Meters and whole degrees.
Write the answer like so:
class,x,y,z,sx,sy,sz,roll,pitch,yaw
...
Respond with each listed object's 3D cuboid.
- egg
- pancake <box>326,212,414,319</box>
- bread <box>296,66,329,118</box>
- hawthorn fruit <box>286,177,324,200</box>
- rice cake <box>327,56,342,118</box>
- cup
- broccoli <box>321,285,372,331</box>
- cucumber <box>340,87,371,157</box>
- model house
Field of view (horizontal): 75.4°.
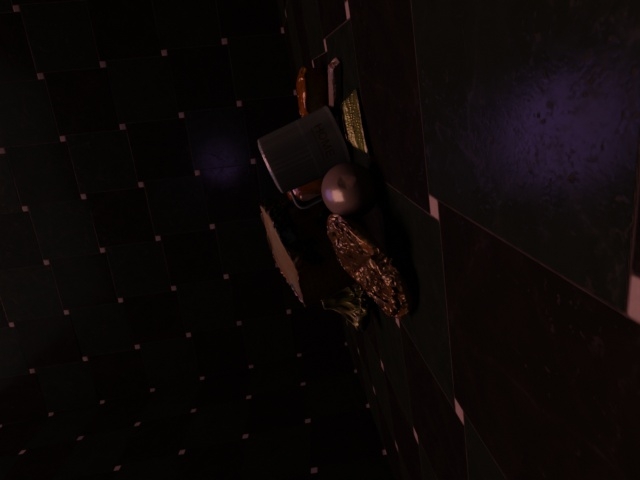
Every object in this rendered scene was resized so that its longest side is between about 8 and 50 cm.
class,x,y,z,sx,sy,sz,roll,pitch,yaw
egg,0.093,-0.155,1.296,0.232,0.176,0.176,-113,11,-70
pancake,0.140,0.074,1.232,0.382,0.071,0.382,51,169,14
bread,-0.035,-0.656,1.876,0.268,0.146,0.268,171,90,-85
hawthorn fruit,-0.051,-0.275,2.168,0.268,0.301,0.267,5,-90,-76
rice cake,0.054,-0.560,1.541,0.055,0.049,0.270,55,168,23
cup,-0.058,-0.336,1.695,0.256,0.311,0.331,-113,-1,-46
broccoli,0.115,0.280,1.919,0.288,0.246,0.247,-109,14,-69
cucumber,0.110,-0.355,1.292,0.046,0.071,0.219,-4,-97,-64
model house,0.000,0.000,1.840,0.445,0.400,0.395,-129,24,-50
